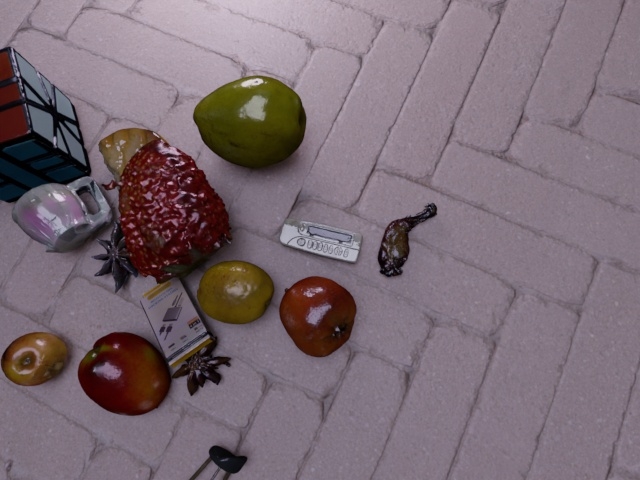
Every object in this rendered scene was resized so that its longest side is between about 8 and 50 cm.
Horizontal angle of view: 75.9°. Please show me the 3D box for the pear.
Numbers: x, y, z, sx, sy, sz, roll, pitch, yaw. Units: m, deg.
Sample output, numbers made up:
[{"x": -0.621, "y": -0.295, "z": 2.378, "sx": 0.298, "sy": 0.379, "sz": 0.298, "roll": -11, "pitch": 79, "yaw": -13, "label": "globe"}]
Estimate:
[{"x": -0.194, "y": -0.329, "z": 1.150, "sx": 0.308, "sy": 0.253, "sz": 0.252, "roll": -3, "pitch": 76, "yaw": 4, "label": "pear"}]

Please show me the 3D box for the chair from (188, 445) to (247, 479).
[{"x": -0.282, "y": 0.596, "z": 1.005, "sx": 0.095, "sy": 0.104, "sz": 0.221, "roll": 35, "pitch": 83, "yaw": 28, "label": "chair"}]

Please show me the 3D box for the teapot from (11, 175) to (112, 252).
[{"x": -0.726, "y": -0.062, "z": 1.183, "sx": 0.178, "sy": 0.222, "sz": 0.163, "roll": 44, "pitch": 127, "yaw": 8, "label": "teapot"}]

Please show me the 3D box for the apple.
[{"x": -0.758, "y": 0.312, "z": 1.084, "sx": 0.147, "sy": 0.146, "sz": 0.146, "roll": -1, "pitch": 76, "yaw": 3, "label": "apple"}]

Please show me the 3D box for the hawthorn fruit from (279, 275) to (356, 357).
[{"x": -0.021, "y": 0.178, "z": 1.063, "sx": 0.226, "sy": 0.196, "sz": 0.196, "roll": 33, "pitch": 79, "yaw": 36, "label": "hawthorn fruit"}]

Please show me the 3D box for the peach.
[{"x": -0.497, "y": 0.348, "z": 1.061, "sx": 0.196, "sy": 0.226, "sz": 0.189, "roll": -18, "pitch": 35, "yaw": 33, "label": "peach"}]

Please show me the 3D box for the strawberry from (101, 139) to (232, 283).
[{"x": -0.408, "y": -0.071, "z": 1.067, "sx": 0.292, "sy": 0.292, "sz": 0.343, "roll": -39, "pitch": 95, "yaw": -6, "label": "strawberry"}]

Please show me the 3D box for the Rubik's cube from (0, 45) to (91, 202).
[{"x": -0.880, "y": -0.308, "z": 1.160, "sx": 0.284, "sy": 0.288, "sz": 0.293, "roll": -17, "pitch": 76, "yaw": -4, "label": "Rubik's cube"}]

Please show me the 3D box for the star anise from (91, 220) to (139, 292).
[{"x": -0.563, "y": 0.037, "z": 1.174, "sx": 0.181, "sy": 0.061, "sz": 0.204, "roll": -31, "pitch": 71, "yaw": 8, "label": "star anise"}]

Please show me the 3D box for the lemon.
[{"x": -0.225, "y": 0.135, "z": 1.079, "sx": 0.208, "sy": 0.170, "sz": 0.169, "roll": 8, "pitch": 76, "yaw": 9, "label": "lemon"}]

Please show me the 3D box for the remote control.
[{"x": 0.000, "y": 0.000, "z": 1.156, "sx": 0.231, "sy": 0.049, "sz": 0.090, "roll": 14, "pitch": 76, "yaw": 7, "label": "remote control"}]

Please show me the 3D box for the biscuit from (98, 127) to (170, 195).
[{"x": -0.528, "y": -0.211, "z": 1.221, "sx": 0.214, "sy": 0.091, "sz": 0.273, "roll": -23, "pitch": 74, "yaw": 0, "label": "biscuit"}]

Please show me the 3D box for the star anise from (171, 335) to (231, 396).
[{"x": -0.324, "y": 0.326, "z": 1.090, "sx": 0.168, "sy": 0.057, "sz": 0.167, "roll": -1, "pitch": 76, "yaw": 2, "label": "star anise"}]

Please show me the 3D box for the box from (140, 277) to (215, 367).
[{"x": -0.396, "y": 0.204, "z": 1.109, "sx": 0.129, "sy": 0.033, "sz": 0.247, "roll": -36, "pitch": 63, "yaw": -6, "label": "box"}]

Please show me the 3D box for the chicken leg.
[{"x": 0.233, "y": -0.013, "z": 1.147, "sx": 0.106, "sy": 0.051, "sz": 0.253, "roll": 35, "pitch": 79, "yaw": 5, "label": "chicken leg"}]
